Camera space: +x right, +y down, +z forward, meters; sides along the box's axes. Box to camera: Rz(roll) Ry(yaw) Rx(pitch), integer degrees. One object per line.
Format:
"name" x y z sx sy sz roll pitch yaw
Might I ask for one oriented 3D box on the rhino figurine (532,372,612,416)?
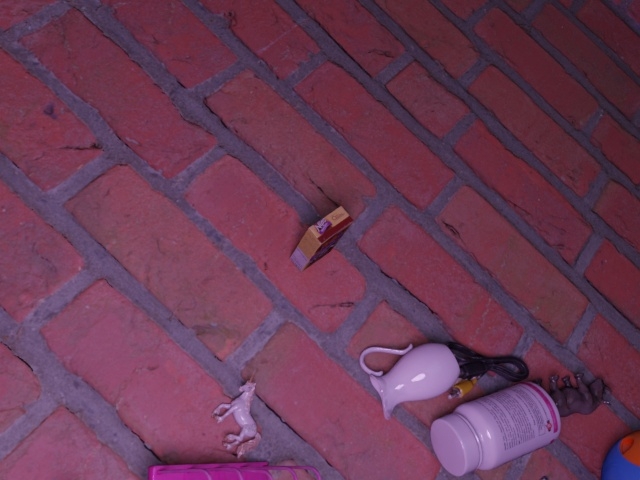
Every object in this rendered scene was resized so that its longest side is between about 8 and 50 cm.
"rhino figurine" 0.693 0.418 1.575 0.243 0.073 0.106 1 65 -21

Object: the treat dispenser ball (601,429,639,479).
"treat dispenser ball" 0.848 0.610 1.433 0.288 0.288 0.288 7 67 -18

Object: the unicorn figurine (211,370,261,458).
"unicorn figurine" -0.178 0.381 1.279 0.111 0.060 0.161 -20 94 -26

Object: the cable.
"cable" 0.414 0.331 1.532 0.287 0.072 0.139 1 51 -33

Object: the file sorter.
"file sorter" -0.152 0.523 1.089 0.291 0.182 0.202 20 60 -45

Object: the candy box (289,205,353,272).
"candy box" 0.000 0.000 1.417 0.109 0.186 0.053 -35 82 -27

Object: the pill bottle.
"pill bottle" 0.420 0.454 1.408 0.283 0.160 0.160 -11 74 -24

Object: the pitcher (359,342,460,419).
"pitcher" 0.213 0.310 1.413 0.207 0.125 0.177 -24 63 -9

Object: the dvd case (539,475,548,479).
"dvd case" 0.545 0.661 1.456 0.119 0.013 0.087 -22 79 -28
